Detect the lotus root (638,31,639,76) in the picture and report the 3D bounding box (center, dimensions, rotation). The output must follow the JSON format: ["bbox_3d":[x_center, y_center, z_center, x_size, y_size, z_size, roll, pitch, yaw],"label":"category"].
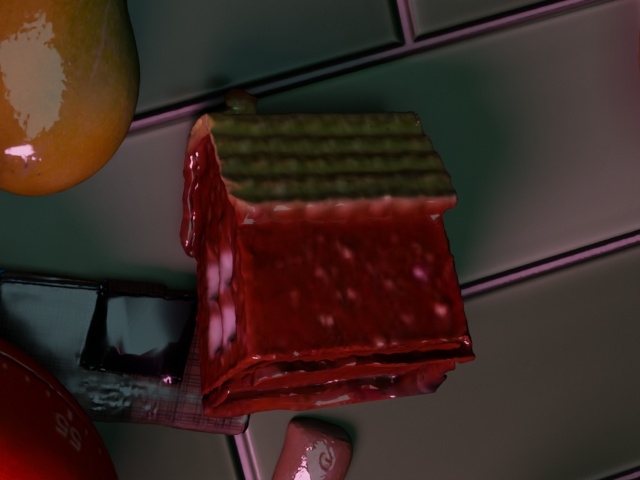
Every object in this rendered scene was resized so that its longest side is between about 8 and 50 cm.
[{"bbox_3d":[0.343,-0.200,1.437,0.146,0.131,0.303,2,105,-39],"label":"lotus root"}]

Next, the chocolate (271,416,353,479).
[{"bbox_3d":[-0.010,0.207,1.494,0.064,0.031,0.100,18,100,-14],"label":"chocolate"}]

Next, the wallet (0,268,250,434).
[{"bbox_3d":[-0.163,0.094,1.418,0.230,0.042,0.124,7,104,-15],"label":"wallet"}]

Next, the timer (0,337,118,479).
[{"bbox_3d":[-0.330,0.233,1.270,0.378,0.279,0.378,-3,113,-8],"label":"timer"}]

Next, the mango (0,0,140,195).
[{"bbox_3d":[-0.214,-0.158,1.302,0.156,0.114,0.251,0,104,-8],"label":"mango"}]

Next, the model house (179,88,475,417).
[{"bbox_3d":[0.000,0.000,1.371,0.196,0.160,0.254,-4,78,-19],"label":"model house"}]
